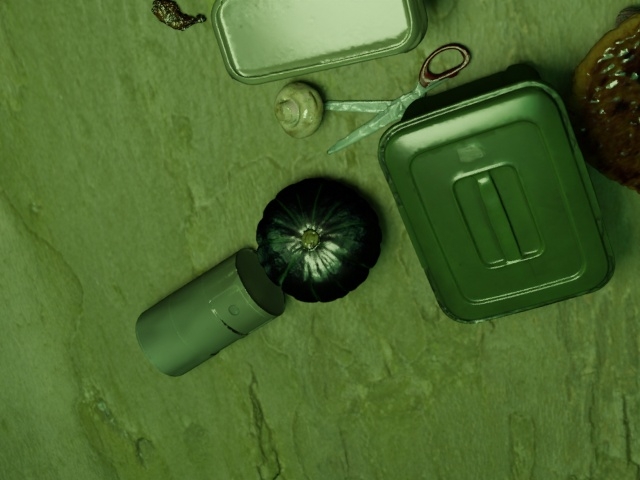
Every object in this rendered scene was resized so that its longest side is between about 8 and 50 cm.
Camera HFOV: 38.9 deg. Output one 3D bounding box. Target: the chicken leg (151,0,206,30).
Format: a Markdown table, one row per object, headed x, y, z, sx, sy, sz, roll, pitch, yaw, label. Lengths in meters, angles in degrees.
| x | y | z | sx | sy | sz | roll | pitch | yaw | label |
| --- | --- | --- | --- | --- | --- | --- | --- | --- | --- |
| -0.212 | -0.330 | 1.338 | 0.083 | 0.021 | 0.036 | 25 | 107 | -1 | chicken leg |

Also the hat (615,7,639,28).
| x | y | z | sx | sy | sz | roll | pitch | yaw | label |
| --- | --- | --- | --- | --- | --- | --- | --- | --- | --- |
| 0.444 | -0.292 | 1.218 | 0.087 | 0.042 | 0.058 | 10 | 126 | 45 | hat |

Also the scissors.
| x | y | z | sx | sy | sz | roll | pitch | yaw | label |
| --- | --- | --- | --- | --- | --- | --- | --- | --- | --- |
| 0.112 | -0.194 | 1.338 | 0.247 | 0.017 | 0.144 | -12 | 110 | 18 | scissors |

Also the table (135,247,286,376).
| x | y | z | sx | sy | sz | roll | pitch | yaw | label |
| --- | --- | --- | --- | --- | --- | --- | --- | --- | --- |
| -0.179 | 0.118 | 1.473 | 0.220 | 0.126 | 0.126 | -33 | 104 | 22 | table |

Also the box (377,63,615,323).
| x | y | z | sx | sy | sz | roll | pitch | yaw | label |
| --- | --- | --- | --- | --- | --- | --- | --- | --- | --- |
| 0.247 | -0.074 | 1.265 | 0.252 | 0.178 | 0.329 | -16 | 118 | 19 | box |

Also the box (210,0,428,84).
| x | y | z | sx | sy | sz | roll | pitch | yaw | label |
| --- | --- | --- | --- | --- | --- | --- | --- | --- | --- |
| 0.008 | -0.313 | 1.214 | 0.274 | 0.178 | 0.138 | -9 | 112 | 15 | box |

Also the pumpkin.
| x | y | z | sx | sy | sz | roll | pitch | yaw | label |
| --- | --- | --- | --- | --- | --- | --- | --- | --- | --- |
| -0.004 | -0.002 | 1.371 | 0.194 | 0.150 | 0.194 | 0 | 107 | 1 | pumpkin |

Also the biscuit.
| x | y | z | sx | sy | sz | roll | pitch | yaw | label |
| --- | --- | --- | --- | --- | --- | --- | --- | --- | --- |
| 0.498 | -0.178 | 1.207 | 0.334 | 0.081 | 0.289 | 34 | 125 | -16 | biscuit |

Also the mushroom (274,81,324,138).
| x | y | z | sx | sy | sz | roll | pitch | yaw | label |
| --- | --- | --- | --- | --- | --- | --- | --- | --- | --- |
| -0.035 | -0.191 | 1.333 | 0.083 | 0.067 | 0.084 | 27 | 125 | 46 | mushroom |
